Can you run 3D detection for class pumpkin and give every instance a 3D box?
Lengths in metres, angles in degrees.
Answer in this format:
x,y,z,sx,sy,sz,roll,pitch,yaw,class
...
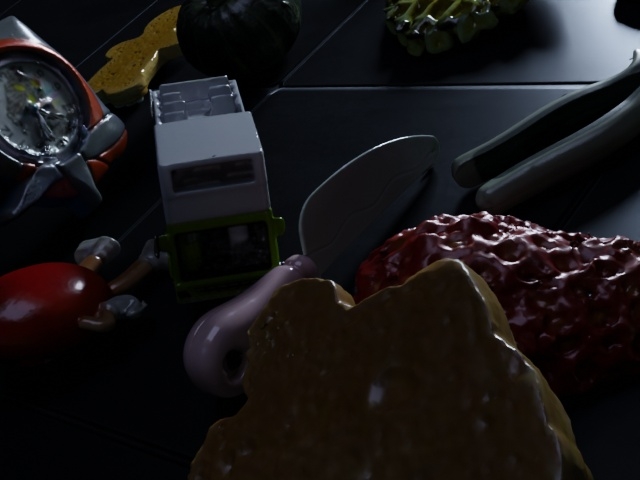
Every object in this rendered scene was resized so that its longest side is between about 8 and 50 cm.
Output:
x,y,z,sx,sy,sz,roll,pitch,yaw,class
-0.101,-0.277,1.384,0.167,0.125,0.167,-11,35,8,pumpkin

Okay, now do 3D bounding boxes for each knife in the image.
x,y,z,sx,sy,sz,roll,pitch,yaw,class
-0.001,-0.002,0.938,0.043,0.081,0.336,9,46,41,knife

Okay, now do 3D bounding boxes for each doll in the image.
x,y,z,sx,sy,sz,roll,pitch,yaw,class
-0.241,0.058,1.043,0.183,0.085,0.217,4,26,35,doll

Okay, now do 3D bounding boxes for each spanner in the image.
x,y,z,sx,sy,sz,roll,pitch,yaw,class
0.265,-0.120,0.945,0.325,0.040,0.095,-29,32,1,spanner

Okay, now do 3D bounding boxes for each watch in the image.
x,y,z,sx,sy,sz,roll,pitch,yaw,class
-0.408,-0.079,1.272,0.275,0.241,0.305,-16,31,51,watch

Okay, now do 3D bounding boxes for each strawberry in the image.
x,y,z,sx,sy,sz,roll,pitch,yaw,class
0.123,0.032,0.763,0.237,0.111,0.190,-12,32,23,strawberry

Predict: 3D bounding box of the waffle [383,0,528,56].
x,y,z,sx,sy,sz,roll,pitch,yaw,class
0.167,-0.290,1.259,0.208,0.054,0.214,-23,33,15,waffle

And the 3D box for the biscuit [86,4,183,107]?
x,y,z,sx,sy,sz,roll,pitch,yaw,class
-0.247,-0.254,1.550,0.158,0.035,0.240,2,42,36,biscuit

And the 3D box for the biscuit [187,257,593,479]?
x,y,z,sx,sy,sz,roll,pitch,yaw,class
0.027,0.158,0.647,0.269,0.051,0.376,-40,40,15,biscuit

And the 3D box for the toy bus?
x,y,z,sx,sy,sz,roll,pitch,yaw,class
-0.106,-0.066,1.037,0.113,0.139,0.301,-9,28,-7,toy bus
